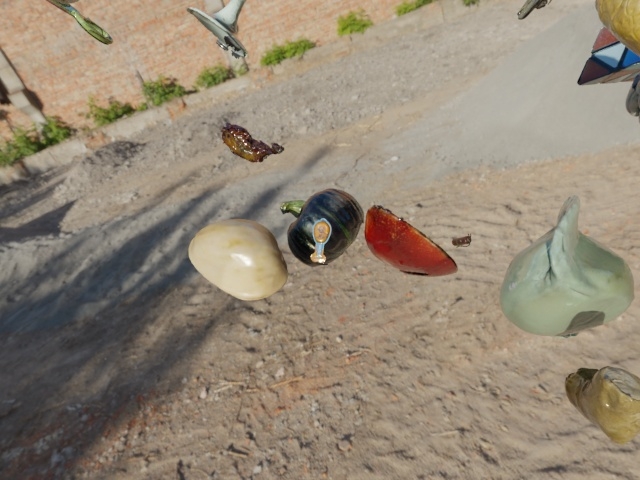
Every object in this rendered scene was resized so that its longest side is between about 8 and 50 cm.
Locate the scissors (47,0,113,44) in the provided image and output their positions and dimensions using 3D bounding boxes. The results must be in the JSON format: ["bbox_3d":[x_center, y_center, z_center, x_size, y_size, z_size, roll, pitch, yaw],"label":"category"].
[{"bbox_3d":[-0.397,-0.361,0.591,0.020,0.133,0.187,-39,1,13],"label":"scissors"}]

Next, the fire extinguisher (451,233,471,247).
[{"bbox_3d":[0.629,0.003,1.799,0.039,0.056,0.132,-4,-5,-12],"label":"fire extinguisher"}]

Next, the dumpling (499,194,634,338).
[{"bbox_3d":[0.484,0.078,0.794,0.270,0.320,0.212,-40,73,-22],"label":"dumpling"}]

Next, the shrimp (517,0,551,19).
[{"bbox_3d":[0.467,-0.608,0.853,0.174,0.253,0.058,18,45,-11],"label":"shrimp"}]

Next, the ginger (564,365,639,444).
[{"bbox_3d":[0.393,0.217,0.559,0.069,0.190,0.095,-30,72,7],"label":"ginger"}]

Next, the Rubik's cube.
[{"bbox_3d":[0.915,-0.504,1.096,0.284,0.250,0.234,-64,28,0],"label":"Rubik's cube"}]

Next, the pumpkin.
[{"bbox_3d":[-0.003,-0.062,1.421,0.296,0.295,0.295,-16,31,10],"label":"pumpkin"}]

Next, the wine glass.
[{"bbox_3d":[-0.112,-0.512,0.763,0.321,0.144,0.143,-55,33,4],"label":"wine glass"}]

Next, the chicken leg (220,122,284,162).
[{"bbox_3d":[-0.080,-0.109,0.471,0.083,0.036,0.021,27,41,11],"label":"chicken leg"}]

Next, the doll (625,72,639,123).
[{"bbox_3d":[0.642,-0.239,0.720,0.149,0.095,0.191,-44,56,37],"label":"doll"}]

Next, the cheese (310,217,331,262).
[{"bbox_3d":[0.000,0.000,1.006,0.047,0.111,0.017,7,2,16],"label":"cheese"}]

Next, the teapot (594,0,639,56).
[{"bbox_3d":[0.418,-0.288,0.424,0.204,0.167,0.311,-20,64,-27],"label":"teapot"}]

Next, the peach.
[{"bbox_3d":[0.156,0.018,0.769,0.189,0.279,0.068,23,83,43],"label":"peach"}]

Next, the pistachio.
[{"bbox_3d":[-0.234,0.057,1.211,0.309,0.229,0.229,14,41,14],"label":"pistachio"}]
